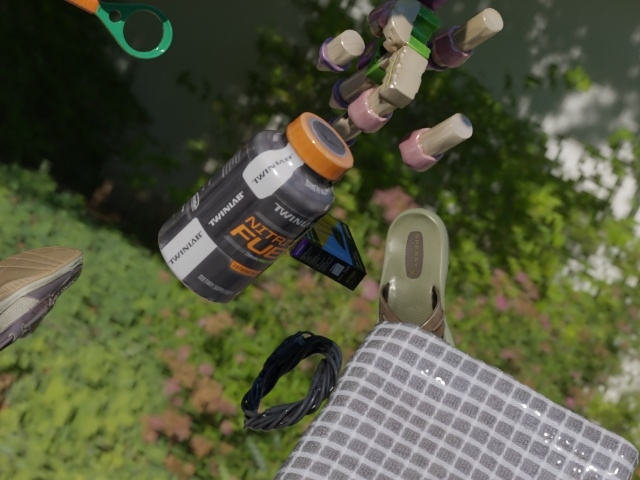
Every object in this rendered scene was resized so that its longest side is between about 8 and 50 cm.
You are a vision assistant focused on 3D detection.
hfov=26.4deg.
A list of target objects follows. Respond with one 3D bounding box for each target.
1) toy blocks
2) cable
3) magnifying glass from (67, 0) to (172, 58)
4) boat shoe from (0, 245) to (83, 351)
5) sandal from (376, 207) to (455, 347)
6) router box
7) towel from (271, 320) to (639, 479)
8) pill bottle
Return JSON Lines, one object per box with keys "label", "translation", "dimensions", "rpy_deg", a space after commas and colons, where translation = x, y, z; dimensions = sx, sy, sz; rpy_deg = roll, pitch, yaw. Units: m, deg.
{"label": "toy blocks", "translation": [0.079, -0.286, 2.167], "dimensions": [0.309, 0.288, 0.260], "rpy_deg": [32, -32, -21]}
{"label": "cable", "translation": [-0.043, 0.219, 2.021], "dimensions": [0.047, 0.184, 0.150], "rpy_deg": [50, -10, -36]}
{"label": "magnifying glass", "translation": [-0.360, -0.386, 2.327], "dimensions": [0.231, 0.092, 0.026], "rpy_deg": [26, 0, -23]}
{"label": "boat shoe", "translation": [-0.426, 0.093, 1.875], "dimensions": [0.103, 0.092, 0.285], "rpy_deg": [5, 26, 26]}
{"label": "sandal", "translation": [0.128, 0.101, 1.936], "dimensions": [0.120, 0.303, 0.086], "rpy_deg": [-5, -9, 12]}
{"label": "router box", "translation": [0.000, 0.000, 2.319], "dimensions": [0.133, 0.046, 0.179], "rpy_deg": [29, 19, -24]}
{"label": "towel", "translation": [0.117, 0.220, 1.178], "dimensions": [0.283, 0.121, 0.235], "rpy_deg": [28, 50, 9]}
{"label": "pill bottle", "translation": [-0.073, -0.045, 1.651], "dimensions": [0.130, 0.245, 0.130], "rpy_deg": [38, 24, -21]}
